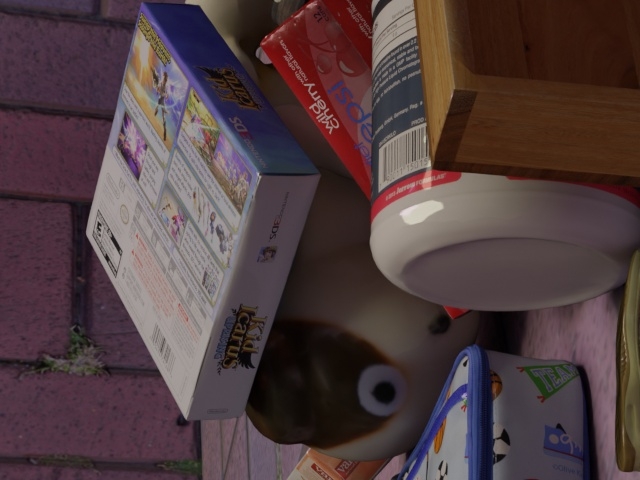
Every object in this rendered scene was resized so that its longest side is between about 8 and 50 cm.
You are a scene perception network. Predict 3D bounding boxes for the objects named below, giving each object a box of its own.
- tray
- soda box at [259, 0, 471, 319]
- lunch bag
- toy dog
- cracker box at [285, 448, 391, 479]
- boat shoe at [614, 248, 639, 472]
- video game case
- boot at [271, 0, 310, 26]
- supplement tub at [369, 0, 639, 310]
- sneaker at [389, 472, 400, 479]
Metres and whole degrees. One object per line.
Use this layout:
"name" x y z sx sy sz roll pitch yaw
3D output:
"tray" 0.156 -0.207 1.228 0.076 0.202 0.411 104 167 -47
"soda box" 0.074 -0.077 1.503 0.263 0.092 0.083 55 137 -1
"lunch bag" 0.119 0.229 1.524 0.303 0.115 0.243 111 163 -56
"toy dog" 0.000 0.000 1.745 0.395 0.284 0.408 -45 49 30
"cracker box" 0.038 0.199 1.918 0.156 0.067 0.232 -47 -6 -21
"boat shoe" 0.214 0.077 1.256 0.056 0.048 0.153 87 -172 -57
"video game case" -0.106 -0.029 1.647 0.269 0.061 0.244 56 138 45
"boot" 0.103 -0.211 1.557 0.091 0.229 0.263 -18 -42 -62
"supplement tub" 0.130 -0.103 1.372 0.191 0.191 0.272 118 155 -67
"sneaker" 0.089 0.325 1.700 0.110 0.107 0.275 93 176 -53
